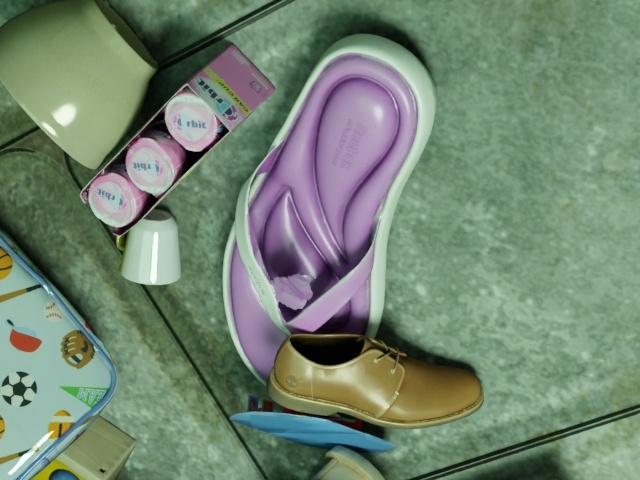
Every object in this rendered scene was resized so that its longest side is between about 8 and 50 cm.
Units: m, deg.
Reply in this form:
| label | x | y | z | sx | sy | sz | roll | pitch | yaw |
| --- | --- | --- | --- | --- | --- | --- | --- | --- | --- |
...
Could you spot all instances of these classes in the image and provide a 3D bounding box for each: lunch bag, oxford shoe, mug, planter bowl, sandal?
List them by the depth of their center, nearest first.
| label | x | y | z | sx | sy | sz | roll | pitch | yaw |
| --- | --- | --- | --- | --- | --- | --- | --- | --- | --- |
| planter bowl | -0.222 | -0.162 | 1.579 | 0.109 | 0.162 | 0.162 | -39 | 97 | 8 |
| sandal | -0.014 | -0.006 | 1.590 | 0.169 | 0.102 | 0.416 | 23 | 124 | 13 |
| oxford shoe | 0.060 | 0.129 | 1.610 | 0.212 | 0.076 | 0.076 | 6 | 127 | -12 |
| mug | -0.176 | 0.002 | 1.693 | 0.078 | 0.062 | 0.064 | 11 | 112 | 11 |
| lunch bag | -0.376 | 0.114 | 1.735 | 0.243 | 0.115 | 0.303 | -42 | 92 | -8 |

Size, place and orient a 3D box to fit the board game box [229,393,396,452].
| label | x | y | z | sx | sy | sz | roll | pitch | yaw |
| --- | --- | --- | --- | --- | --- | --- | --- | --- | --- |
| board game box | -0.003 | 0.177 | 1.683 | 0.133 | 0.033 | 0.168 | -6 | 158 | 44 |

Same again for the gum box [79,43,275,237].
| label | x | y | z | sx | sy | sz | roll | pitch | yaw |
| --- | --- | --- | --- | --- | --- | --- | --- | --- | --- |
| gum box | -0.140 | -0.091 | 1.597 | 0.062 | 0.107 | 0.188 | 46 | 124 | -5 |

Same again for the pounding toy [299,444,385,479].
| label | x | y | z | sx | sy | sz | roll | pitch | yaw |
| --- | --- | --- | --- | --- | --- | --- | --- | --- | --- |
| pounding toy | -0.015 | 0.314 | 1.698 | 0.269 | 0.155 | 0.154 | -14 | 107 | 43 |

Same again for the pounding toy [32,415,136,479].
| label | x | y | z | sx | sy | sz | roll | pitch | yaw |
| --- | --- | --- | --- | --- | --- | --- | --- | --- | --- |
| pounding toy | -0.274 | 0.292 | 1.865 | 0.206 | 0.094 | 0.181 | 34 | 124 | 4 |
